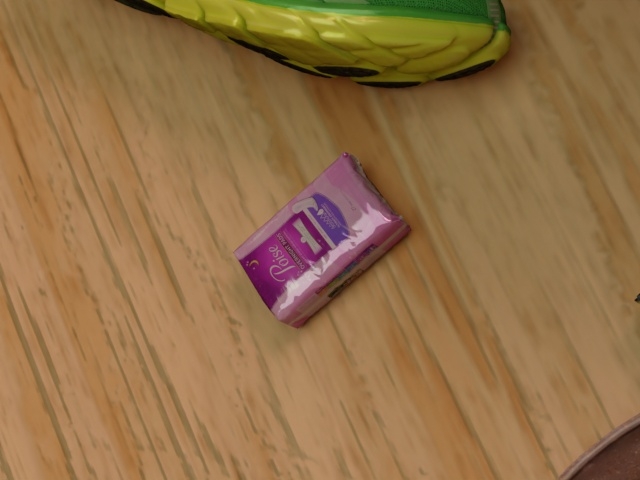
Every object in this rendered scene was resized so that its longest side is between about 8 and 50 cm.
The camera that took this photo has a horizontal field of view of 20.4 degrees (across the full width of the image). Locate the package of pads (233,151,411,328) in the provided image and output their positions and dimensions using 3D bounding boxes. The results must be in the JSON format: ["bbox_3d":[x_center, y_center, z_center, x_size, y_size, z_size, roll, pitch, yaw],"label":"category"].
[{"bbox_3d":[0.000,0.000,0.912,0.083,0.032,0.050,-41,65,10],"label":"package of pads"}]

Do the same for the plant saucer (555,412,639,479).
[{"bbox_3d":[0.217,0.212,0.771,0.310,0.050,0.311,-4,79,21],"label":"plant saucer"}]

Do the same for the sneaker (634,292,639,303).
[{"bbox_3d":[0.221,-0.014,0.766,0.082,0.069,0.209,44,133,14],"label":"sneaker"}]

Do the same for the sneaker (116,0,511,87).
[{"bbox_3d":[-0.034,-0.162,0.915,0.295,0.109,0.124,24,93,25],"label":"sneaker"}]
